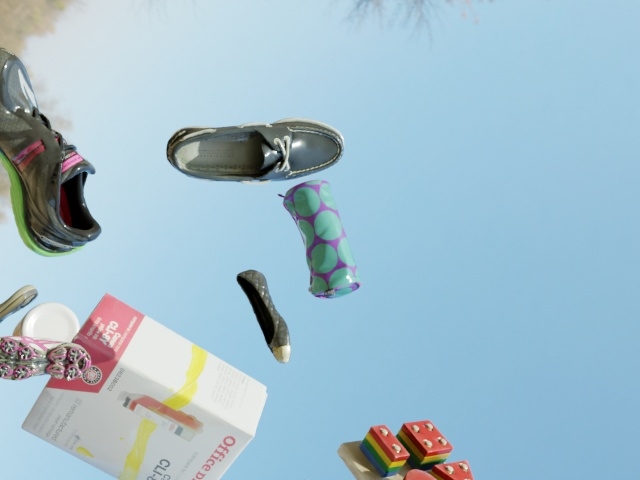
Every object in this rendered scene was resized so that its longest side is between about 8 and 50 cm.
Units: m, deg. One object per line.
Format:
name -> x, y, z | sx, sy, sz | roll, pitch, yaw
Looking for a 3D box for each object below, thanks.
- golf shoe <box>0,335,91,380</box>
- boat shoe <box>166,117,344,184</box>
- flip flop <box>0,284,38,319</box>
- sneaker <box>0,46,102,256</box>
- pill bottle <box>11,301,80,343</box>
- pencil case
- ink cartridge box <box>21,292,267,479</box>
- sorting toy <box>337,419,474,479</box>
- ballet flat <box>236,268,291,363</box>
golf shoe -> -0.481, 0.193, 1.226 | 0.086, 0.186, 0.067 | 12, -92, 59
boat shoe -> -0.101, -0.142, 1.231 | 0.303, 0.114, 0.091 | -7, -162, -10
flip flop -> -0.764, 0.167, 1.665 | 0.277, 0.080, 0.112 | -33, -174, 7
sneaker -> -0.609, -0.197, 1.643 | 0.202, 0.482, 0.185 | -6, -154, 18
pill bottle -> -0.662, 0.231, 1.768 | 0.229, 0.131, 0.131 | -29, -151, 57
pencil case -> 0.000, 0.000, 0.962 | 0.070, 0.151, 0.064 | -18, 171, 5
ink cartridge box -> -0.340, 0.330, 1.468 | 0.279, 0.385, 0.160 | -54, -169, 25
sorting toy -> 0.211, 0.490, 1.555 | 0.255, 0.257, 0.089 | 47, -61, 41
ballet flat -> -0.095, 0.127, 1.226 | 0.057, 0.049, 0.173 | -47, -121, 41
